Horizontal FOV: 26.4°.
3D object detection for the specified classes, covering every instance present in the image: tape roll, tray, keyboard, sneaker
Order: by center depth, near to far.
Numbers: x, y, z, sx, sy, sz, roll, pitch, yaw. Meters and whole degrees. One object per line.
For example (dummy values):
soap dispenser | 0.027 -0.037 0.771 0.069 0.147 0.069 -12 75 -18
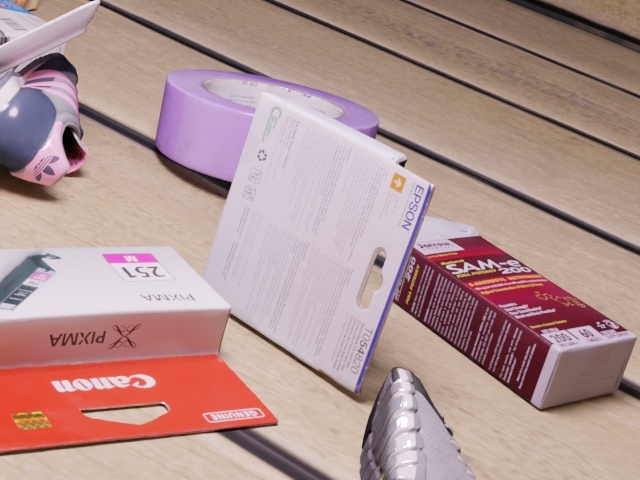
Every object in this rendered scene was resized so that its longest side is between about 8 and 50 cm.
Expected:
sneaker | 0.106 0.200 1.111 0.132 0.086 0.229 17 32 -10
tray | -0.381 -0.206 1.592 0.270 0.030 0.145 -29 11 -14
sneaker | -0.326 -0.135 1.608 0.131 0.112 0.319 44 15 -8
keyboard | 0.076 -0.016 1.668 0.256 0.014 0.072 12 40 -10
tape roll | -0.068 -0.141 1.737 0.274 0.090 0.275 12 17 -4

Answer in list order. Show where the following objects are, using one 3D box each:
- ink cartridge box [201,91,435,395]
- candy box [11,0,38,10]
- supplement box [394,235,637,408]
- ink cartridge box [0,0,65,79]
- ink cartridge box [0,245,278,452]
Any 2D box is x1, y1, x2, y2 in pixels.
ink cartridge box | 0.000 0.000 1.307 0.224 0.223 0.045 32 21 33
candy box | -0.609 -0.436 2.109 0.316 0.088 0.183 23 23 14
supplement box | 0.200 0.080 1.455 0.130 0.073 0.239 -5 29 -41
ink cartridge box | -0.460 -0.256 1.785 0.203 0.086 0.148 -9 34 -45
ink cartridge box | -0.200 0.084 1.192 0.275 0.060 0.239 -1 26 -36
